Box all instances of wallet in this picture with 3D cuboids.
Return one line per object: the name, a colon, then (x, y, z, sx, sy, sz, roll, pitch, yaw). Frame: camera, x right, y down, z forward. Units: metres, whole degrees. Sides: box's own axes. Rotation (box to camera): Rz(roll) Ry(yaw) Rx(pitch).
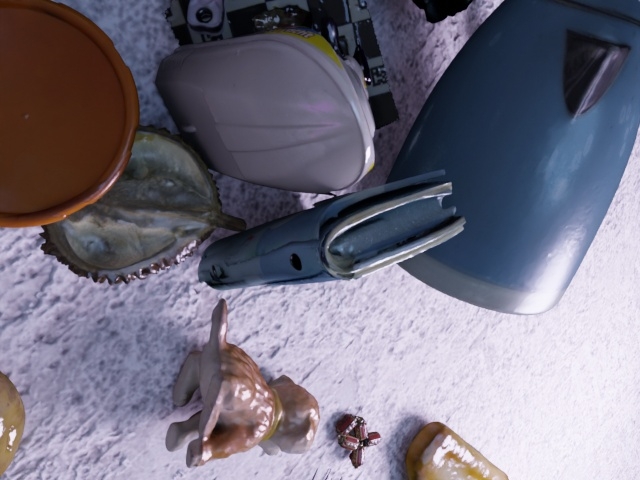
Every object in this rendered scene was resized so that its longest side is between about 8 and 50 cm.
wallet: (0.000, 0.000, 0.545, 0.176, 0.250, 0.075, -21, 95, -34)

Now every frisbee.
frisbee: (-0.248, -0.105, 0.449, 0.192, 0.035, 0.192, 1, 87, -13)

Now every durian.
durian: (-0.164, -0.026, 0.519, 0.188, 0.091, 0.148, 7, 78, -14)

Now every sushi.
sushi: (-0.031, -0.192, 0.583, 0.192, 0.040, 0.210, -23, 121, 5)

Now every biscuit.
biscuit: (0.201, 0.456, 0.946, 0.290, 0.062, 0.237, 42, 80, -36)

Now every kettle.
kettle: (0.228, -0.139, 0.650, 0.247, 0.319, 0.342, 16, 114, -5)

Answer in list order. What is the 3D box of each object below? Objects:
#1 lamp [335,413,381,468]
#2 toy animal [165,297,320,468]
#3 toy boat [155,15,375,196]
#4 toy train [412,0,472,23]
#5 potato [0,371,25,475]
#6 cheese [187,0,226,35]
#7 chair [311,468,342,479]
lamp: (0.050, 0.293, 0.813, 0.063, 0.031, 0.083, -46, 121, -16)
toy animal: (-0.068, 0.172, 0.652, 0.185, 0.104, 0.184, 16, 88, -32)
toy boat: (-0.038, -0.116, 0.474, 0.140, 0.269, 0.141, -8, 102, -45)
toy train: (0.094, -0.389, 0.540, 0.249, 0.178, 0.429, -51, 125, -3)
potato: (-0.359, 0.188, 0.467, 0.200, 0.081, 0.164, -29, 118, -27)
cheese: (-0.088, -0.269, 0.489, 0.092, 0.047, 0.171, -13, 84, -1)
chair: (-0.002, 0.378, 0.797, 0.042, 0.037, 0.086, 22, 87, -49)
